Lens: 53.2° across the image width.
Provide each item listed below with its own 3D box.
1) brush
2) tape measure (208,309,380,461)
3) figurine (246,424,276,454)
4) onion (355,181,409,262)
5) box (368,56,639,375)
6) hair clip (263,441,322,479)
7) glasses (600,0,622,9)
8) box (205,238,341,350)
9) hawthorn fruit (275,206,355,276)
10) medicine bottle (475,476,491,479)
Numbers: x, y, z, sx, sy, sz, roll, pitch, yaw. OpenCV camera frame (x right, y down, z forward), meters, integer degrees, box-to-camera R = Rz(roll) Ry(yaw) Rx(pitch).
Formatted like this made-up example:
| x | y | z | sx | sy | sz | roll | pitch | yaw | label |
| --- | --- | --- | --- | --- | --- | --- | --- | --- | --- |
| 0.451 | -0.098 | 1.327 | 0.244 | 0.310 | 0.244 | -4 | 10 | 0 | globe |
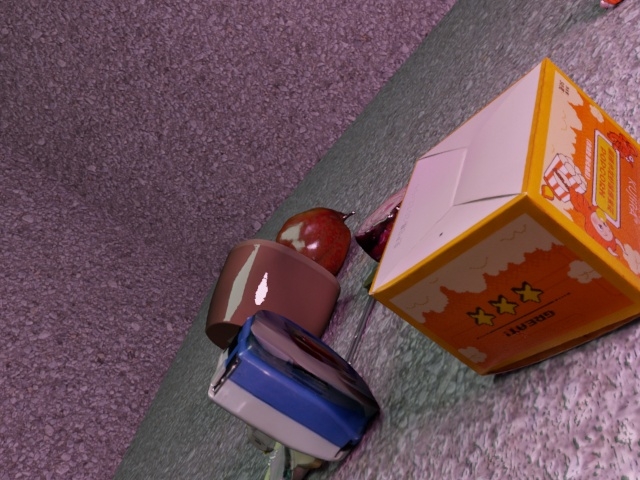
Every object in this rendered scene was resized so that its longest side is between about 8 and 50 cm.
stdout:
| x | y | z | sx | sy | sz | roll | pitch | yaw | label |
| --- | --- | --- | --- | --- | --- | --- | --- | --- | --- |
| 0.088 | 0.159 | 1.341 | 0.062 | 0.027 | 0.266 | -42 | 17 | 46 | brush |
| -0.054 | 0.241 | 1.101 | 0.138 | 0.259 | 0.262 | -53 | 12 | 4 | tape measure |
| -0.083 | 0.354 | 1.329 | 0.178 | 0.109 | 0.129 | -57 | -10 | -29 | figurine |
| 0.160 | -0.024 | 1.315 | 0.195 | 0.140 | 0.218 | -54 | 12 | -19 | onion |
| 0.247 | -0.022 | 0.813 | 0.259 | 0.214 | 0.283 | -37 | 22 | 45 | box |
| -0.060 | 0.406 | 1.119 | 0.159 | 0.071 | 0.218 | -47 | 12 | 19 | hair clip |
| 0.567 | -0.577 | 1.248 | 0.255 | 0.162 | 0.095 | -52 | 9 | 5 | glasses |
| -0.121 | 0.169 | 1.529 | 0.301 | 0.301 | 0.216 | -36 | 30 | 55 | box |
| 0.000 | 0.000 | 1.765 | 0.248 | 0.208 | 0.208 | -40 | 8 | -16 | hawthorn fruit |
| 0.161 | 0.293 | 0.666 | 0.083 | 0.047 | 0.047 | -53 | 12 | 1 | medicine bottle |
